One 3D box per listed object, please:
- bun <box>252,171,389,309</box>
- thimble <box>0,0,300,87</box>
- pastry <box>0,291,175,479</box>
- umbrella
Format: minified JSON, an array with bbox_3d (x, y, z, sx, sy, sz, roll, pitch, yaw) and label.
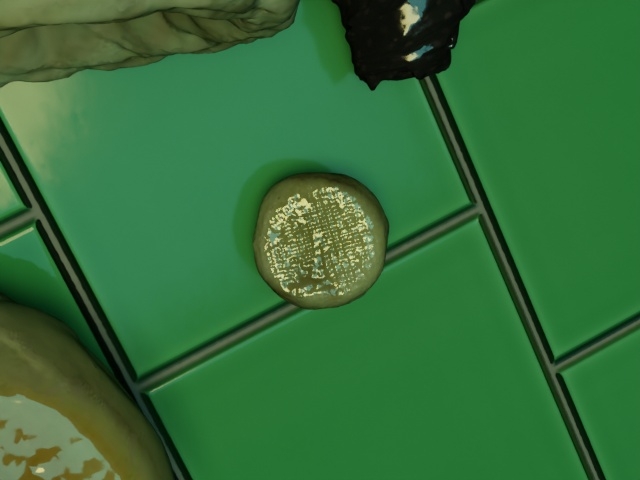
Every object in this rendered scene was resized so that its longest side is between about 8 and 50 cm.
[{"bbox_3d":[0.000,0.000,0.747,0.086,0.055,0.086,0,94,-2],"label":"bun"},{"bbox_3d":[-0.149,-0.171,0.559,0.292,0.291,0.195,-9,94,-13],"label":"thimble"},{"bbox_3d":[-0.206,0.156,0.675,0.265,0.133,0.264,-4,102,-17],"label":"pastry"},{"bbox_3d":[0.026,-0.247,0.680,0.090,0.094,0.326,-8,109,9],"label":"umbrella"}]
